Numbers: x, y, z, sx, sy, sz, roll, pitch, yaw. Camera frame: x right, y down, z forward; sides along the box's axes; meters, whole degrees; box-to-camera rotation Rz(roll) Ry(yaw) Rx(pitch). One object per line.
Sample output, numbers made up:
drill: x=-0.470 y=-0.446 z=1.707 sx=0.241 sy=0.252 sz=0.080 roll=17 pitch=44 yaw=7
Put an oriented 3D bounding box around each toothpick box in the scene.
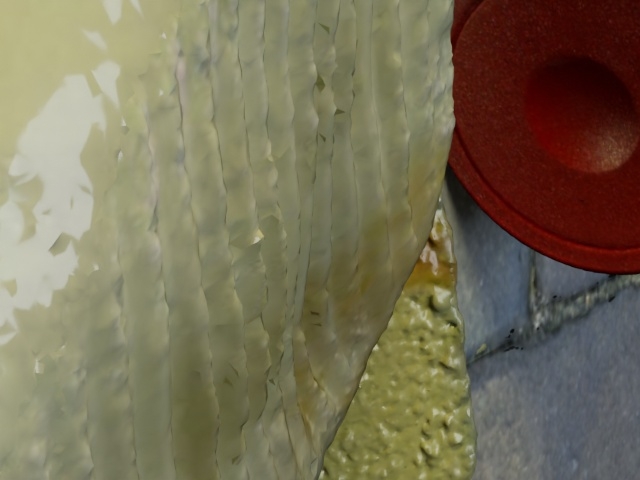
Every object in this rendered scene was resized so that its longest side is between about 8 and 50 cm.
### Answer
toothpick box: x=0.234 y=-0.145 z=1.010 sx=0.333 sy=0.204 sz=0.204 roll=-39 pitch=124 yaw=-43

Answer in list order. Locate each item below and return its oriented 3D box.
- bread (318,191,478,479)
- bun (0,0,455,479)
bread: x=0.000 y=0.000 z=0.806 sx=0.178 sy=0.142 sz=0.266 roll=-53 pitch=137 yaw=-56
bun: x=-0.101 y=-0.010 z=0.574 sx=0.365 sy=0.219 sz=0.365 roll=-46 pitch=145 yaw=-48
